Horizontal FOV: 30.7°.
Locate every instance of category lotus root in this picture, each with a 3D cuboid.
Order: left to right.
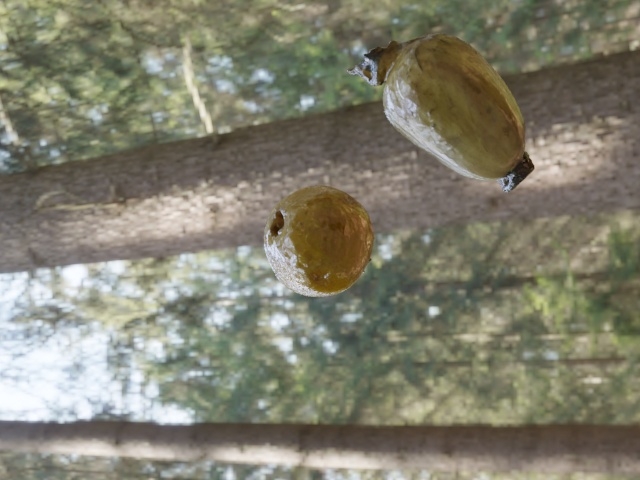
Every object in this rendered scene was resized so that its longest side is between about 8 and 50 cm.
[{"bbox_3d":[0.166,-0.171,1.465,0.257,0.140,0.154,41,-173,-3],"label":"lotus root"}]

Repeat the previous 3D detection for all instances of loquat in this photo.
[{"bbox_3d":[0.000,0.000,2.152,0.208,0.208,0.208,11,-103,-54],"label":"loquat"}]
